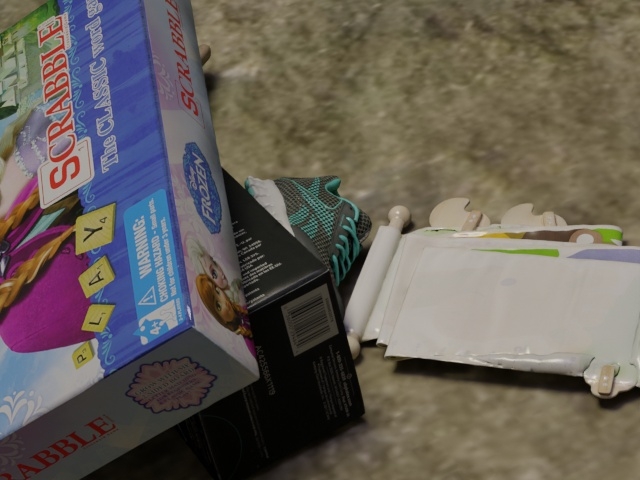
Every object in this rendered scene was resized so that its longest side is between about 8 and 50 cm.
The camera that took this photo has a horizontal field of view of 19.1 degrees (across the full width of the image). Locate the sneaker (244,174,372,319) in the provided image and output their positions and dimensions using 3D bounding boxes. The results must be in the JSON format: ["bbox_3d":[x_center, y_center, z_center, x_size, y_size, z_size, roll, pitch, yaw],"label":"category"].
[{"bbox_3d":[0.000,0.000,1.254,0.076,0.065,0.166,-12,35,-9],"label":"sneaker"}]

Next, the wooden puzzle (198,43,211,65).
[{"bbox_3d":[-0.219,-0.097,1.421,0.239,0.044,0.221,0,23,13],"label":"wooden puzzle"}]

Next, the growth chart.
[{"bbox_3d":[0.126,0.034,1.203,0.237,0.021,0.172,8,41,26],"label":"growth chart"}]

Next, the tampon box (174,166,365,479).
[{"bbox_3d":[-0.063,0.046,1.162,0.101,0.120,0.161,-27,39,-16],"label":"tampon box"}]

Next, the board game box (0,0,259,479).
[{"bbox_3d":[-0.201,0.020,1.135,0.318,0.066,0.318,-31,45,18],"label":"board game box"}]
